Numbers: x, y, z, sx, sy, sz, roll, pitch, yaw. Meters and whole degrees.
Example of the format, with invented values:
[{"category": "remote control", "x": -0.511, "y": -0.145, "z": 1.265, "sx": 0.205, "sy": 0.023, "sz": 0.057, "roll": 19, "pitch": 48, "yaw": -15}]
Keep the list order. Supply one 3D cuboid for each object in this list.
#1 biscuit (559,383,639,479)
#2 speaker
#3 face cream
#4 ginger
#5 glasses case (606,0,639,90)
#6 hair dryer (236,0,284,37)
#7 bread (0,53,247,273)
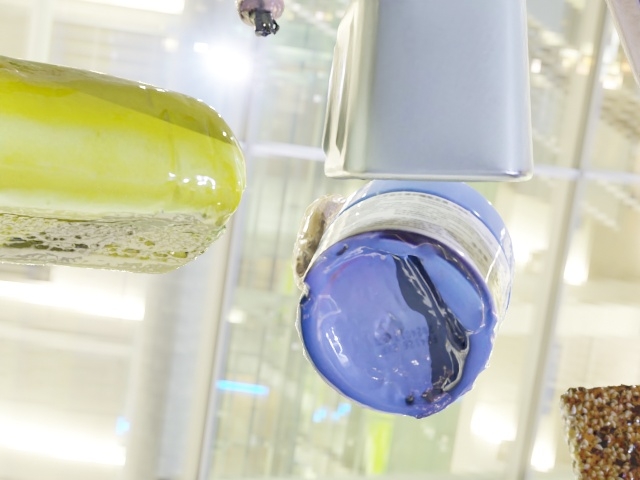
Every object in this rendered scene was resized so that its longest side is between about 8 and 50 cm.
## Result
[{"category": "biscuit", "x": 0.285, "y": 0.230, "z": 1.334, "sx": 0.131, "sy": 0.231, "sz": 0.025, "roll": -3, "pitch": 152, "yaw": -14}, {"category": "speaker", "x": 0.100, "y": -0.150, "z": 1.546, "sx": 0.183, "sy": 0.184, "sz": 0.406, "roll": 2, "pitch": -178, "yaw": -3}, {"category": "face cream", "x": 0.104, "y": 0.063, "z": 1.885, "sx": 0.249, "sy": 0.249, "sz": 0.225, "roll": 10, "pitch": -158, "yaw": 11}, {"category": "ginger", "x": -0.002, "y": -0.003, "z": 2.129, "sx": 0.051, "sy": 0.173, "sz": 0.069, "roll": -12, "pitch": 138, "yaw": 43}, {"category": "glasses case", "x": 0.231, "y": -0.188, "z": 1.011, "sx": 0.075, "sy": 0.297, "sz": 0.113, "roll": 5, "pitch": -141, "yaw": 43}, {"category": "hair dryer", "x": -0.052, "y": -0.224, "z": 1.196, "sx": 0.064, "sy": 0.117, "sz": 0.182, "roll": -19, "pitch": -131, "yaw": 10}, {"category": "bread", "x": -0.273, "y": -0.085, "z": 1.730, "sx": 0.376, "sy": 0.208, "sz": 0.251, "roll": 9, "pitch": 156, "yaw": -27}]
